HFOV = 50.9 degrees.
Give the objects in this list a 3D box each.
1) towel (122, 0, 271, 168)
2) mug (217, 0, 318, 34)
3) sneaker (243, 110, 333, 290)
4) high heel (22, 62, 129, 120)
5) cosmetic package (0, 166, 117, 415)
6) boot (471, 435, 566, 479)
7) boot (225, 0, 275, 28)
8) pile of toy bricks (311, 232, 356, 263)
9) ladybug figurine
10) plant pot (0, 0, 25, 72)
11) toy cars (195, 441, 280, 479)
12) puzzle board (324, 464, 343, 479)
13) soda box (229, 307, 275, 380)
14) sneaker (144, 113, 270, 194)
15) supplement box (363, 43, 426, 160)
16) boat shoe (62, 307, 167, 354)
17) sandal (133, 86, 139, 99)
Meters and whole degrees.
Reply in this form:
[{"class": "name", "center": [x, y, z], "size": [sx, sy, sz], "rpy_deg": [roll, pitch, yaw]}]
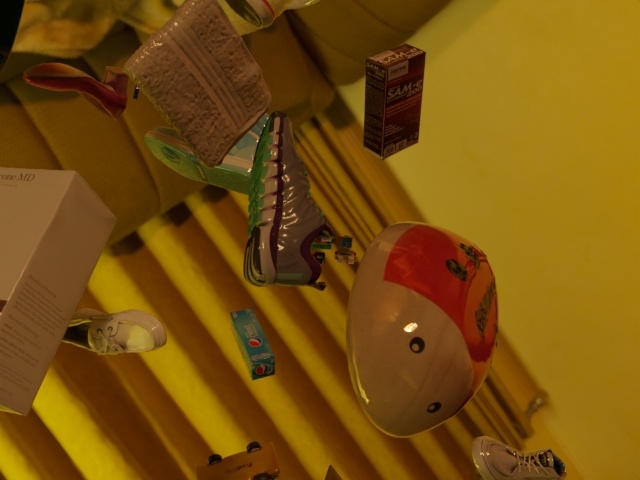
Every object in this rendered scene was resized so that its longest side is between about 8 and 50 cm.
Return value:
[{"class": "towel", "center": [-0.192, -0.259, 1.134], "size": [0.187, 0.049, 0.282], "rpy_deg": [-50, 147, -9]}, {"class": "mug", "center": [-0.150, -0.659, 1.677], "size": [0.374, 0.276, 0.328], "rpy_deg": [0, 169, -26]}, {"class": "sneaker", "center": [-0.034, -0.046, 0.808], "size": [0.083, 0.098, 0.224], "rpy_deg": [138, -41, -63]}, {"class": "high heel", "center": [-0.494, -0.295, 1.367], "size": [0.244, 0.082, 0.117], "rpy_deg": [-24, 138, -57]}, {"class": "cosmetic package", "center": [-0.526, 0.072, 1.117], "size": [0.217, 0.156, 0.385], "rpy_deg": [3, -120, 19]}, {"class": "boot", "center": [0.421, 0.457, 1.403], "size": [0.123, 0.258, 0.095], "rpy_deg": [-23, -126, 30]}, {"class": "boot", "center": [-0.131, -0.548, 1.328], "size": [0.176, 0.244, 0.088], "rpy_deg": [-38, 173, -16]}, {"class": "pile of toy bricks", "center": [0.000, 0.000, 1.929], "size": [0.212, 0.118, 0.105], "rpy_deg": [5, -161, -1]}, {"class": "ladybug figurine", "center": [0.180, 0.120, 1.063], "size": [0.162, 0.305, 0.449], "rpy_deg": [-11, -161, 26]}, {"class": "plant pot", "center": [-0.625, -0.430, 1.067], "size": [0.271, 0.255, 0.271], "rpy_deg": [-166, -90, -72]}, {"class": "toy cars", "center": [-0.238, 0.601, 1.469], "size": [0.176, 0.087, 0.394], "rpy_deg": [18, -133, 30]}, {"class": "puzzle board", "center": [0.037, 0.601, 1.580], "size": [0.011, 0.096, 0.128], "rpy_deg": [-34, -174, 19]}, {"class": "soda box", "center": [-0.187, 0.279, 1.832], "size": [0.067, 0.071, 0.210], "rpy_deg": [-11, -143, -18]}, {"class": "sneaker", "center": [-0.233, -0.240, 1.568], "size": [0.127, 0.319, 0.208], "rpy_deg": [88, 25, -64]}, {"class": "supplement box", "center": [0.172, -0.323, 1.578], "size": [0.130, 0.073, 0.239], "rpy_deg": [-29, 136, -29]}, {"class": "boat shoe", "center": [-0.455, 0.206, 1.439], "size": [0.277, 0.098, 0.096], "rpy_deg": [-1, -164, 29]}, {"class": "sandal", "center": [-0.515, -0.483, 1.968], "size": [0.067, 0.040, 0.179], "rpy_deg": [126, -29, -59]}]
